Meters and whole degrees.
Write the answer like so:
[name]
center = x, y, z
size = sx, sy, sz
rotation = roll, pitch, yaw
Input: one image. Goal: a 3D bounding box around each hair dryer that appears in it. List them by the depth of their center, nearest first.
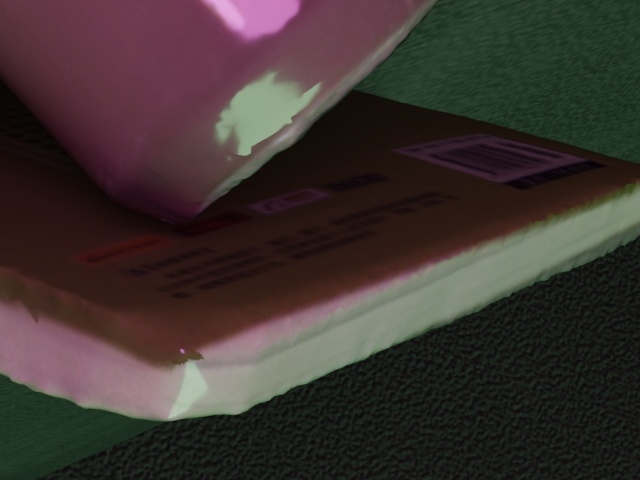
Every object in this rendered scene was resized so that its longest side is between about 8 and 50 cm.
[hair dryer]
center = 0.029, -0.179, 0.369
size = 0.344, 0.189, 0.107
rotation = -42, -175, -1

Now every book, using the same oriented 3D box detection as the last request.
[book]
center = -0.091, -0.034, 0.517
size = 0.352, 0.035, 0.239
rotation = 18, -158, 35
